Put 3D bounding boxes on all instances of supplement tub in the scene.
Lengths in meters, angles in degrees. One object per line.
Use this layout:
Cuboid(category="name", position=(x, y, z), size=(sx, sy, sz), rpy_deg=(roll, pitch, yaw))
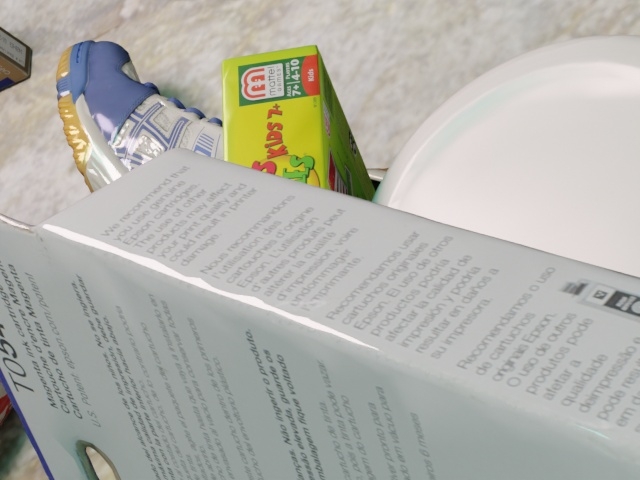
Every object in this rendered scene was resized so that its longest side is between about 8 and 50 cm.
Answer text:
Cuboid(category="supplement tub", position=(0.154, 0.051, 0.624), size=(0.191, 0.272, 0.191), rpy_deg=(-15, 60, 28))

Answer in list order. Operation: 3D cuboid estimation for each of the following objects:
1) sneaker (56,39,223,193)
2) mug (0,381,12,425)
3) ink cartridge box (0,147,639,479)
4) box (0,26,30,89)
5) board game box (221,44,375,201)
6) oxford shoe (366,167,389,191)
Cuboid(category="sneaker", position=(-0.086, -0.037, 0.961), size=(0.131, 0.112, 0.296), rpy_deg=(-27, 55, 0))
Cuboid(category="mug", position=(-0.292, 0.117, 1.008), size=(0.150, 0.113, 0.169), rpy_deg=(32, 84, 38))
Cuboid(category="ink cartridge box", position=(0.029, 0.125, 0.518), size=(0.330, 0.324, 0.071), rpy_deg=(19, 49, 39))
Cuboid(category="box", position=(-0.366, -0.137, 1.164), size=(0.225, 0.136, 0.036), rpy_deg=(-18, 59, 27))
Cuboid(category="board game box", position=(0.000, 0.000, 0.652), size=(0.043, 0.181, 0.092), rpy_deg=(-8, 64, 10))
Cuboid(category="oxford shoe", position=(0.011, 0.156, 0.756), size=(0.169, 0.130, 0.449), rpy_deg=(-10, 62, 39))
